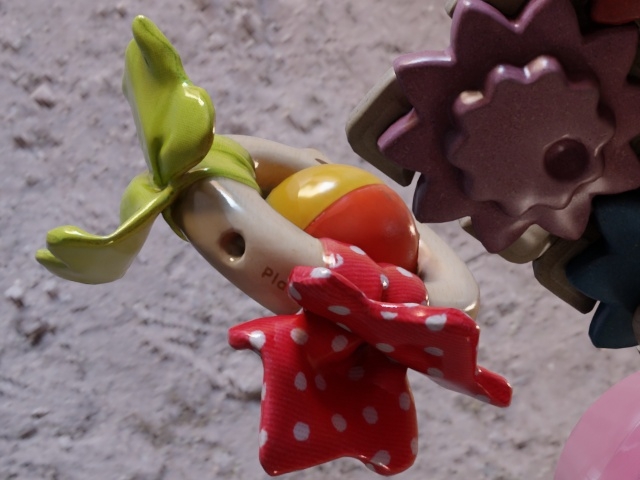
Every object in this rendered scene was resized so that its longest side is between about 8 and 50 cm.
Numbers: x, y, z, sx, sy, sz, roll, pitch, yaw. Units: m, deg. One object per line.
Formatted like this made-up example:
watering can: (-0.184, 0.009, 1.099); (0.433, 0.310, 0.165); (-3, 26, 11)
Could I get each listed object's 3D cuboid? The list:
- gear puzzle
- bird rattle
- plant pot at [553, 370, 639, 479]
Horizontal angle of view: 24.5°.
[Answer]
gear puzzle: (0.175, -0.097, 0.410); (0.175, 0.339, 0.044); (35, 20, -21)
bird rattle: (0.000, 0.000, 0.697); (0.253, 0.143, 0.207); (29, 18, 28)
plant pot: (0.178, 0.124, 0.576); (0.201, 0.180, 0.201); (-1, 96, -9)
